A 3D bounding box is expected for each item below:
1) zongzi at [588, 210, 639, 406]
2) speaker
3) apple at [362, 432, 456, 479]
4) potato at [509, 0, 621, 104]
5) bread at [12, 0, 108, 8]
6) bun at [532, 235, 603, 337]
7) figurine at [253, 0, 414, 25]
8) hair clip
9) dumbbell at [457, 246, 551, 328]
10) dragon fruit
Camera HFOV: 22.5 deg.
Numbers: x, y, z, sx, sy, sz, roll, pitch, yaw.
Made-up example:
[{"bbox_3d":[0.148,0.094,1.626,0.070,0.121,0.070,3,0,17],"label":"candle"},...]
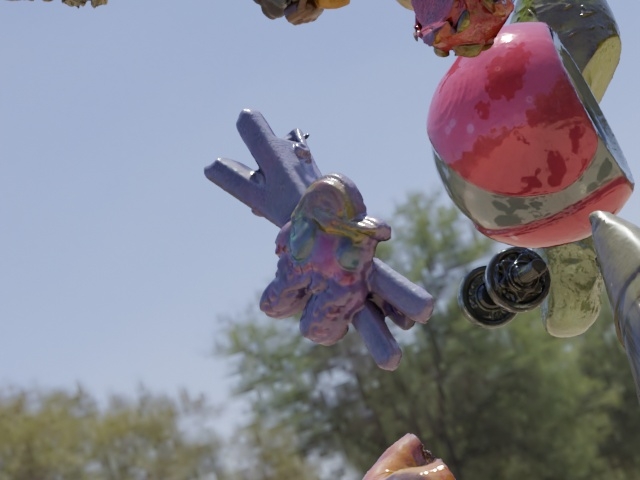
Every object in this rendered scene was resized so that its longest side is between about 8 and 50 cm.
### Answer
[{"bbox_3d":[0.383,0.276,1.609,0.218,0.467,0.500,-6,-59,-28],"label":"zongzi"},{"bbox_3d":[0.270,-0.139,2.070,0.294,0.294,0.294,-18,-11,-4],"label":"speaker"},{"bbox_3d":[0.122,0.422,2.248,0.163,0.251,0.293,-25,7,-12],"label":"apple"},{"bbox_3d":[0.364,-0.275,2.429,0.176,0.298,0.141,-7,-29,23],"label":"potato"},{"bbox_3d":[-0.367,-0.368,1.737,0.314,0.192,0.171,13,-18,-14],"label":"bread"},{"bbox_3d":[0.388,0.042,2.513,0.108,0.221,0.221,-7,-10,7],"label":"bun"},{"bbox_3d":[0.040,-0.447,2.496,0.332,0.185,0.204,-2,-32,18],"label":"figurine"},{"bbox_3d":[-0.012,-0.005,1.282,0.090,0.278,0.137,19,-65,-37],"label":"hair clip"},{"bbox_3d":[0.217,0.057,1.912,0.081,0.081,0.254,-16,-9,-15],"label":"dumbbell"},{"bbox_3d":[0.181,-0.302,1.932,0.133,0.150,0.207,-19,17,47],"label":"dragon fruit"}]
